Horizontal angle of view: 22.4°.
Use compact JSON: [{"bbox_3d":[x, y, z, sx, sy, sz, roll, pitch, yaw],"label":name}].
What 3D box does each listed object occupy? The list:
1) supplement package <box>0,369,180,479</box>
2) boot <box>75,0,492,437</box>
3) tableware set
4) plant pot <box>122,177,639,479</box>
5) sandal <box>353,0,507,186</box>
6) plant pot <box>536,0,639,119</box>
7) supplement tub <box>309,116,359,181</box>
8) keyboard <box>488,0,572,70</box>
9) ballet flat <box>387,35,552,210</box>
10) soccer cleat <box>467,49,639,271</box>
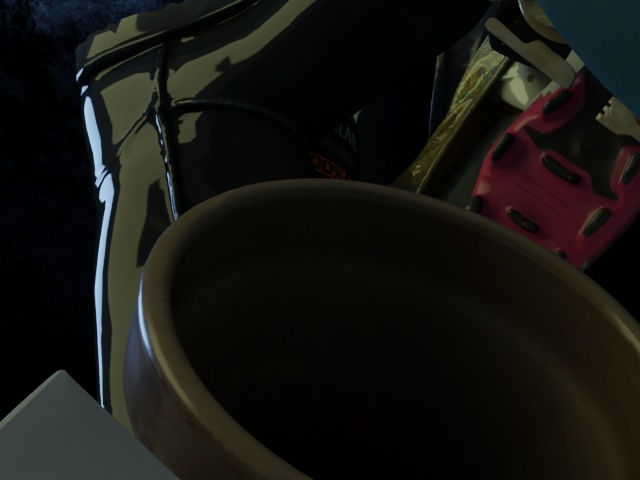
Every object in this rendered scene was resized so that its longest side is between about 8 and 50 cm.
[{"bbox_3d":[-0.128,0.225,0.663,0.199,0.198,0.262,-45,-4,-33],"label":"supplement package"},{"bbox_3d":[-0.002,0.001,1.159,0.367,0.146,0.445,-22,53,18],"label":"boot"},{"bbox_3d":[0.206,-0.143,1.061,0.128,0.194,0.039,-52,-24,6],"label":"tableware set"},{"bbox_3d":[0.014,0.134,0.784,0.263,0.263,0.229,-63,-5,-58],"label":"plant pot"},{"bbox_3d":[0.172,-0.175,1.633,0.445,0.167,0.107,-52,34,-7],"label":"sandal"},{"bbox_3d":[0.220,-0.171,0.890,0.165,0.234,0.166,-57,9,-34],"label":"plant pot"},{"bbox_3d":[-0.068,-0.011,1.398,0.207,0.207,0.338,137,139,-54],"label":"supplement tub"},{"bbox_3d":[0.241,-0.275,1.481,0.317,0.201,0.033,-53,-18,-31],"label":"keyboard"},{"bbox_3d":[0.160,-0.084,1.448,0.348,0.123,0.123,-53,7,-8],"label":"ballet flat"},{"bbox_3d":[0.221,-0.098,1.148,0.331,0.116,0.143,-60,-24,2],"label":"soccer cleat"}]
